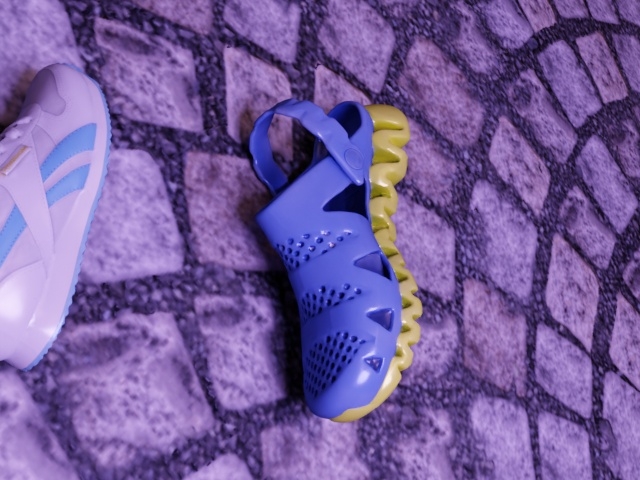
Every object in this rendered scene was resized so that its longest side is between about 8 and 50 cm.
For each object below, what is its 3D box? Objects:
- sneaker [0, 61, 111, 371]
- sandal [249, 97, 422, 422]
[{"bbox_3d":[-0.205,-0.033,0.607,0.092,0.087,0.228,24,54,-31],"label":"sneaker"},{"bbox_3d":[0.000,0.000,0.769,0.138,0.126,0.317,21,49,-31],"label":"sandal"}]
